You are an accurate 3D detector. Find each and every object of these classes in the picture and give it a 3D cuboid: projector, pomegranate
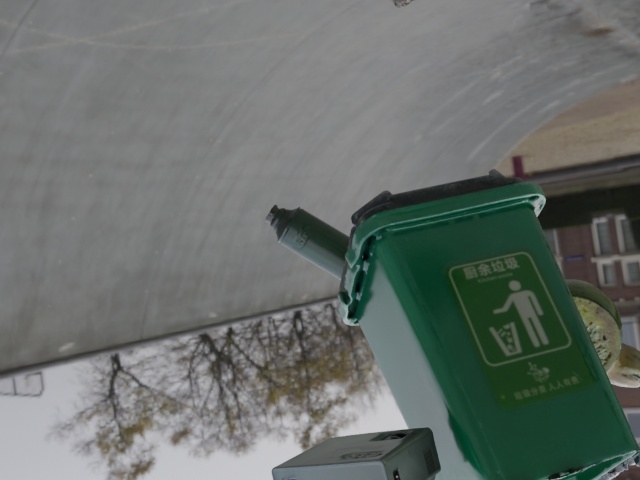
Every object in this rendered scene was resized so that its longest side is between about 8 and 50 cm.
[{"bbox_3d":[0.040,0.252,0.744,0.147,0.061,0.115,-17,176,35],"label":"projector"},{"bbox_3d":[0.460,0.157,1.219,0.240,0.190,0.159,4,-163,18],"label":"pomegranate"}]

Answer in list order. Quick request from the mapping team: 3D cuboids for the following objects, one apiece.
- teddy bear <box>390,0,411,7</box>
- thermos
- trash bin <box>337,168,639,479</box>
[{"bbox_3d":[0.057,-0.265,0.378,0.129,0.252,0.182,15,-170,24],"label":"teddy bear"},{"bbox_3d":[0.000,0.000,1.112,0.083,0.187,0.073,-59,180,-38],"label":"thermos"},{"bbox_3d":[0.185,0.141,0.857,0.259,0.381,0.295,-11,148,-12],"label":"trash bin"}]
